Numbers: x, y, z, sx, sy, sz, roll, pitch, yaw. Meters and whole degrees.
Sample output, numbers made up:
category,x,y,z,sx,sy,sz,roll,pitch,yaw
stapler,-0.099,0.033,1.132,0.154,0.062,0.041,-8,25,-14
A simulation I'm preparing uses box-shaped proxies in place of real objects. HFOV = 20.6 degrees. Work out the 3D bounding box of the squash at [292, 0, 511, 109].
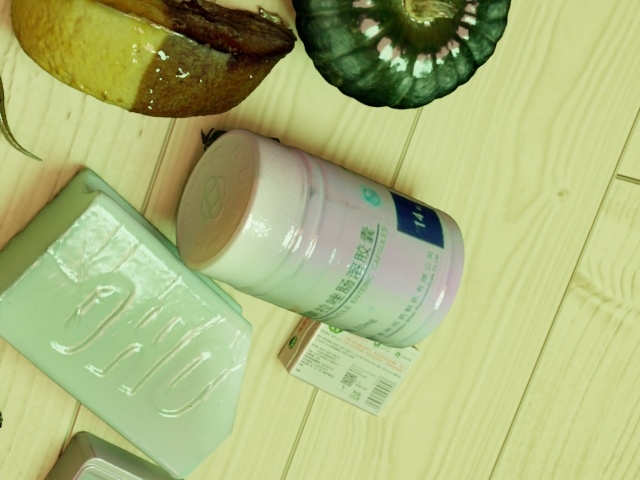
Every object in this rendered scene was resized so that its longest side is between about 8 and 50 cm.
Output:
category,x,y,z,sx,sy,sz,roll,pitch,yaw
squash,0.076,-0.231,1.658,0.218,0.172,0.218,1,96,8

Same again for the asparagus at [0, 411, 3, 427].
category,x,y,z,sx,sy,sz,roll,pitch,yaw
asparagus,-0.364,0.132,1.728,0.036,0.030,0.165,-41,119,-11

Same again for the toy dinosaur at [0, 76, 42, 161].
category,x,y,z,sx,sy,sz,roll,pitch,yaw
toy dinosaur,-0.323,-0.141,1.626,0.058,0.037,0.180,-28,117,-2

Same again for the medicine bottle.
category,x,y,z,sx,sy,sz,roll,pitch,yaw
medicine bottle,0.000,0.000,1.728,0.254,0.152,0.152,21,103,-31

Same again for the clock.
category,x,y,z,sx,sy,sz,roll,pitch,yaw
clock,-0.237,0.316,1.832,0.150,0.063,0.197,31,98,-27

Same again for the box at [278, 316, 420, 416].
category,x,y,z,sx,sy,sz,roll,pitch,yaw
box,0.030,0.121,1.860,0.125,0.043,0.089,30,99,-28

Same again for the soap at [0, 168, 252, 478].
category,x,y,z,sx,sy,sz,roll,pitch,yaw
soap,-0.186,0.087,1.737,0.173,0.095,0.289,-44,119,2

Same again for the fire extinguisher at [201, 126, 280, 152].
category,x,y,z,sx,sy,sz,roll,pitch,yaw
fire extinguisher,-0.083,-0.092,1.741,0.083,0.025,0.038,7,130,-23

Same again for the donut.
category,x,y,z,sx,sy,sz,roll,pitch,yaw
donut,-0.152,-0.173,1.618,0.295,0.151,0.112,15,116,-25
